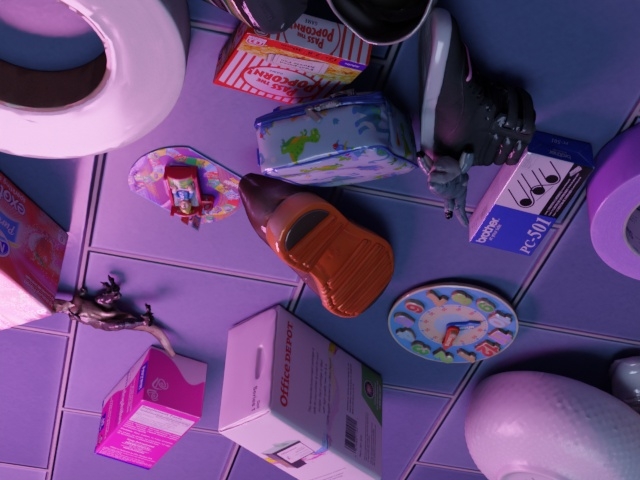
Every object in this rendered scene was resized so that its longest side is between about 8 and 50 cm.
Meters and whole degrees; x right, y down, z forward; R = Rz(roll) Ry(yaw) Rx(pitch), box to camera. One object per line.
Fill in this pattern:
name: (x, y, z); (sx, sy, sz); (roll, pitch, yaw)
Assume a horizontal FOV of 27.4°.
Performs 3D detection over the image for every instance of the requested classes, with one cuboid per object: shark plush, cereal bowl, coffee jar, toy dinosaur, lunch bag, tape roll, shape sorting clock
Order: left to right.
tape roll: (-0.351, -0.250, 1.586); (0.392, 0.072, 0.392); (2, 142, 2)
toy dinosaur: (-0.325, 0.117, 2.076); (0.268, 0.064, 0.118); (21, 145, -26)
coffee jar: (-0.097, -0.294, 1.427); (0.184, 0.079, 0.096); (34, 167, 38)
lunch bag: (0.019, -0.122, 1.647); (0.176, 0.090, 0.219); (-11, 173, 18)
shark plush: (0.159, -0.059, 1.679); (0.073, 0.067, 0.161); (2, 155, 7)
shape sorting clock: (0.209, 0.135, 2.074); (0.206, 0.040, 0.206); (2, 142, 1)
cereal bowl: (0.393, 0.369, 2.201); (0.339, 0.141, 0.339); (20, 149, 13)
tape roll: (0.501, -0.053, 1.772); (0.275, 0.090, 0.274); (1, 143, 1)

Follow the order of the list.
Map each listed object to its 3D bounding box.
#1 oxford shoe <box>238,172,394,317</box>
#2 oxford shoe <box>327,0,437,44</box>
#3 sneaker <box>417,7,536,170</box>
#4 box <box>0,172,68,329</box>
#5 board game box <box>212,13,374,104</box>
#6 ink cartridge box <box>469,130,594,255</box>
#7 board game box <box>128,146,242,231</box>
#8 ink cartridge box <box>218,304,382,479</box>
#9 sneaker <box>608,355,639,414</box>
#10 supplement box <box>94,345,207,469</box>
oxford shoe: (0.000, 0.000, 1.875); (0.130, 0.133, 0.363); (-47, 148, -4)
oxford shoe: (-0.010, -0.365, 1.371); (0.169, 0.130, 0.449); (-21, 135, 31)
sneaker: (0.194, -0.186, 1.611); (0.147, 0.104, 0.295); (-2, 150, 4)
box: (-0.507, -0.013, 1.838); (0.142, 0.154, 0.300); (-16, 138, 23)
board game box: (-0.036, -0.217, 1.571); (0.147, 0.045, 0.193); (13, 166, -13)
ink cartridge box: (0.287, -0.062, 1.808); (0.097, 0.046, 0.207); (13, 142, -11)
board game box: (-0.187, -0.065, 1.847); (0.169, 0.033, 0.133); (30, 135, -31)
ink cartridge box: (-0.027, 0.264, 2.125); (0.117, 0.201, 0.278); (-26, 134, 32)
sneaker: (0.530, 0.279, 2.198); (0.090, 0.094, 0.235); (-3, 141, 11)
supplement box: (-0.292, 0.290, 2.252); (0.114, 0.111, 0.220); (22, 138, -22)
